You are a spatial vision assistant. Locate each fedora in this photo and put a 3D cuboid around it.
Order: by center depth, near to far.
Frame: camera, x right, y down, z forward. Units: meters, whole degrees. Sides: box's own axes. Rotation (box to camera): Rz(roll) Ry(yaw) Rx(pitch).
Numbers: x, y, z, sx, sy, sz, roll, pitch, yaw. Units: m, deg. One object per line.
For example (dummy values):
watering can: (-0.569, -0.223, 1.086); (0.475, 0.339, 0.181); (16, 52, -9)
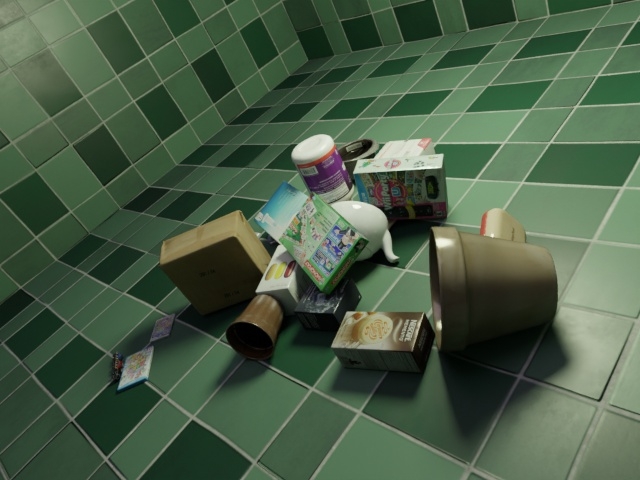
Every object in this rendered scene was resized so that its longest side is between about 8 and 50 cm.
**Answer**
fedora: (0.154, -0.357, 2.308); (0.244, 0.124, 0.275); (1, 34, 35)

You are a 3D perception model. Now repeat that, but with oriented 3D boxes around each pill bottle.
pill bottle: (0.023, -0.257, 2.079); (0.182, 0.322, 0.181); (-20, 33, 14)

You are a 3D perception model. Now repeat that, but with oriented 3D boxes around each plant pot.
plant pot: (0.431, 0.119, 1.295); (0.281, 0.323, 0.323); (-3, 37, 9)
plant pot: (-0.198, 0.274, 1.665); (0.167, 0.166, 0.165); (-10, 29, 27)

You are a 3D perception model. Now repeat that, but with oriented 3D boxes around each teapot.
teapot: (0.107, -0.009, 1.775); (0.256, 0.253, 0.186); (-18, 53, 49)

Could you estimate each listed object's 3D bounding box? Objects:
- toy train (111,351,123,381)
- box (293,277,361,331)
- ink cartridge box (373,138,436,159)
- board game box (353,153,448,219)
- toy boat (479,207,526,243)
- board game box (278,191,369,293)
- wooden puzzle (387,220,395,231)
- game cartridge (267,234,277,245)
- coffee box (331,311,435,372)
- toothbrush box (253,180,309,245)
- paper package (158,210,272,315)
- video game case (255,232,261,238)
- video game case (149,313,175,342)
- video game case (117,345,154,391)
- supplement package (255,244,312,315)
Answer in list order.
toy train: (-0.771, 0.475, 1.931); (0.036, 0.027, 0.158); (-28, 32, -5)
box: (0.025, 0.205, 1.642); (0.158, 0.093, 0.156); (-2, 40, 34)
ink cartridge box: (0.358, -0.353, 2.179); (0.218, 0.092, 0.158); (7, 46, 41)
board game box: (0.292, -0.184, 1.816); (0.304, 0.223, 0.097); (-1, 42, 20)
toy boat: (0.511, 0.024, 1.512); (0.151, 0.151, 0.231); (-42, 16, 43)
board game box: (0.000, 0.000, 1.679); (0.213, 0.046, 0.317); (-54, 44, 11)
wooden puzzle: (0.232, -0.125, 1.996); (0.221, 0.044, 0.238); (7, 46, 43)
game cartridge: (-0.200, -0.012, 2.196); (0.056, 0.017, 0.083); (-28, 31, 7)
coffee box: (0.174, 0.278, 1.415); (0.247, 0.098, 0.141); (-5, 39, 32)
toothbrush box: (-0.110, -0.085, 2.051); (0.216, 0.126, 0.295); (-53, 37, -1)
paper package: (-0.377, 0.092, 1.904); (0.325, 0.309, 0.168); (-22, 35, 12)
video game case: (-0.378, 0.028, 2.271); (0.173, 0.022, 0.190); (7, 47, 43)
video game case: (-0.624, 0.347, 2.015); (0.087, 0.011, 0.122); (-21, 33, 11)
video game case: (-0.679, 0.471, 1.877); (0.119, 0.015, 0.166); (-24, 32, 7)
supplement package: (-0.105, 0.135, 1.800); (0.139, 0.133, 0.244); (-11, 36, 27)
